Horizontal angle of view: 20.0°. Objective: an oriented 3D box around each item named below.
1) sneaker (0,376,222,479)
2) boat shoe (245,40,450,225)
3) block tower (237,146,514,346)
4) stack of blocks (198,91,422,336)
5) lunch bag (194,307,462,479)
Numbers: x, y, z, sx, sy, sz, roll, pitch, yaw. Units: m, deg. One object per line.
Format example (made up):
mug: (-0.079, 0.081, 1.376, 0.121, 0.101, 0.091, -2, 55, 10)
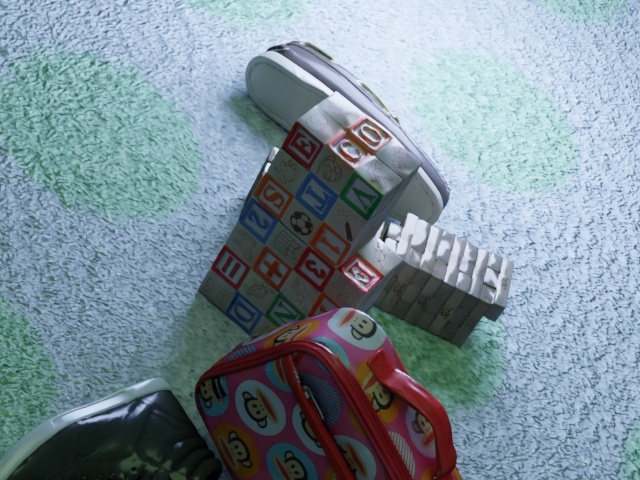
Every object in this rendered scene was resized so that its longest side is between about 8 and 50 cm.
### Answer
sneaker: (-0.213, 0.247, 1.829, 0.147, 0.104, 0.296, 43, 39, 19)
boat shoe: (0.050, -0.146, 2.352, 0.324, 0.116, 0.097, 39, 45, 15)
block tower: (0.066, 0.013, 2.228, 0.335, 0.097, 0.091, 25, 43, -6)
stack of blocks: (0.000, 0.000, 2.046, 0.171, 0.297, 0.087, 40, 42, 9)
lunch bag: (0.031, 0.217, 1.842, 0.120, 0.258, 0.293, -38, 102, -46)
